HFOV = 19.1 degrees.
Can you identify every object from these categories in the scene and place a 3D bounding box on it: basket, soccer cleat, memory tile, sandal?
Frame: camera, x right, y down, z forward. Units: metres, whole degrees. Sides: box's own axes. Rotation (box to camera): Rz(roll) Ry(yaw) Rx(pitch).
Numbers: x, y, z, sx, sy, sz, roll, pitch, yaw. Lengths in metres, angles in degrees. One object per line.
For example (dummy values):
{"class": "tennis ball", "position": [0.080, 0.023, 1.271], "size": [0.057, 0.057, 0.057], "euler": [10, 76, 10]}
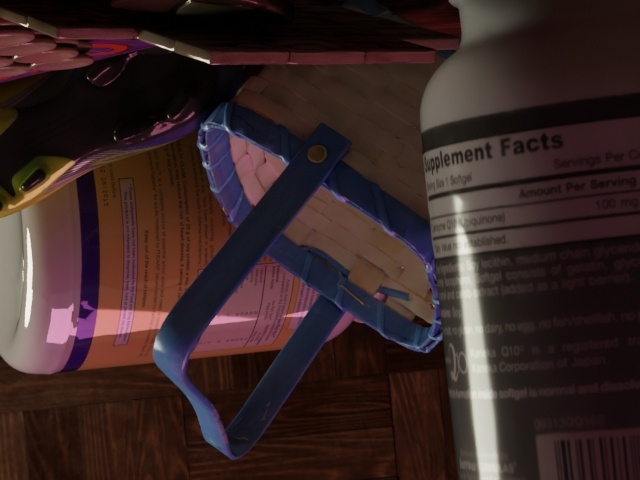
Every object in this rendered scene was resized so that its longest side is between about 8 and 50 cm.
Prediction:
{"class": "basket", "position": [0.000, 0.000, 1.270], "size": [0.201, 0.289, 0.255], "euler": [36, 168, 15]}
{"class": "soccer cleat", "position": [-0.179, -0.081, 1.311], "size": [0.289, 0.093, 0.121], "euler": [-18, -174, 23]}
{"class": "memory tile", "position": [-0.191, -0.102, 1.031], "size": [0.113, 0.012, 0.148], "euler": [-6, 177, 9]}
{"class": "sandal", "position": [-0.053, -0.142, 0.937], "size": [0.090, 0.060, 0.219], "euler": [4, -167, 1]}

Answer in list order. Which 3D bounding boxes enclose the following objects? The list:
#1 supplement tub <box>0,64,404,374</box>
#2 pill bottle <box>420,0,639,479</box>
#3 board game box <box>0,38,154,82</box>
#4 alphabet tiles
{"class": "supplement tub", "position": [-0.098, -0.025, 1.522], "size": [0.331, 0.241, 0.241], "euler": [-4, 178, -22]}
{"class": "pill bottle", "position": [0.163, -0.003, 0.993], "size": [0.210, 0.363, 0.210], "euler": [-6, 178, 0]}
{"class": "board game box", "position": [-0.284, -0.117, 1.167], "size": [0.347, 0.056, 0.208], "euler": [-7, -178, 44]}
{"class": "alphabet tiles", "position": [-0.055, -0.110, 0.955], "size": [0.198, 0.009, 0.237], "euler": [-3, -165, -30]}
